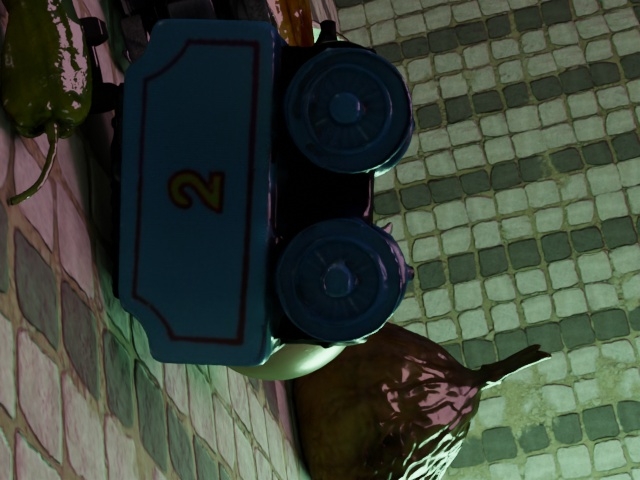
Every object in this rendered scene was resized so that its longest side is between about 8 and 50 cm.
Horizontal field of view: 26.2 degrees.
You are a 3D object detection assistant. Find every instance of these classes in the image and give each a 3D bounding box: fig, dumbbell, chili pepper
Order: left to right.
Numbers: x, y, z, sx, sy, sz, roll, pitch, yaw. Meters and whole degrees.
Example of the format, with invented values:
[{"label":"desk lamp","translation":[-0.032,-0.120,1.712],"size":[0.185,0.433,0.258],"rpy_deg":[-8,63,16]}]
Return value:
[{"label":"chili pepper","translation":[-0.206,-0.128,1.009],"size":[0.072,0.073,0.204],"rpy_deg":[140,-62,-83]},{"label":"dumbbell","translation":[-0.199,-0.152,1.201],"size":[0.036,0.040,0.083],"rpy_deg":[-10,86,-52]},{"label":"fig","translation":[0.145,0.224,1.913],"size":[0.286,0.368,0.286],"rpy_deg":[-18,90,-74]}]

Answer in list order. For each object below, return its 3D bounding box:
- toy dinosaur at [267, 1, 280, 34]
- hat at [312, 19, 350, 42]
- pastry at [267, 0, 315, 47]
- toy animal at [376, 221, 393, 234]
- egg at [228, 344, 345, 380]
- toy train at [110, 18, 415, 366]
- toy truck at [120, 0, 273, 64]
[{"label":"toy dinosaur","translation":[-0.112,-0.360,1.518],"size":[0.077,0.162,0.294],"rpy_deg":[-18,73,-52]},{"label":"hat","translation":[-0.041,-0.213,2.195],"size":[0.301,0.168,0.258],"rpy_deg":[35,67,-46]},{"label":"pastry","translation":[-0.099,-0.282,1.736],"size":[0.356,0.163,0.356],"rpy_deg":[-8,90,-85]},{"label":"toy animal","translation":[0.005,0.038,2.130],"size":[0.367,0.081,0.206],"rpy_deg":[19,75,-56]},{"label":"egg","translation":[-0.044,0.051,1.435],"size":[0.242,0.185,0.186],"rpy_deg":[-48,126,-66]},{"label":"toy train","translation":[-0.050,-0.047,1.192],"size":[0.188,0.265,0.300],"rpy_deg":[-14,106,-85]},{"label":"toy truck","translation":[-0.156,-0.344,1.361],"size":[0.178,0.176,0.364],"rpy_deg":[-103,177,-66]}]
